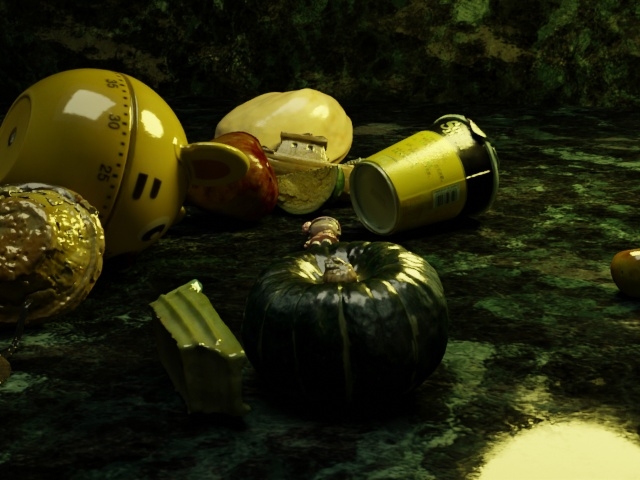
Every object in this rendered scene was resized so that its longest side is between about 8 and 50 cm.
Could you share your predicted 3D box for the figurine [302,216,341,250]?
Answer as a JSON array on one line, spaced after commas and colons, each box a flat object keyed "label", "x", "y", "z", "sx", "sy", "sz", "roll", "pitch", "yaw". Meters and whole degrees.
[{"label": "figurine", "x": 0.000, "y": 0.000, "z": 1.713, "sx": 0.072, "sy": 0.054, "sz": 0.129, "roll": -14, "pitch": 22, "yaw": 9}]

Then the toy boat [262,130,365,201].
[{"label": "toy boat", "x": -0.051, "y": -0.169, "z": 2.033, "sx": 0.321, "sy": 0.121, "sz": 0.089, "roll": 12, "pitch": -8, "yaw": 0}]

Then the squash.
[{"label": "squash", "x": 0.031, "y": 0.097, "z": 1.171, "sx": 0.252, "sy": 0.165, "sz": 0.252, "roll": 0, "pitch": 19, "yaw": 0}]

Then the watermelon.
[{"label": "watermelon", "x": -0.019, "y": -0.096, "z": 1.967, "sx": 0.182, "sy": 0.092, "sz": 0.075, "roll": -11, "pitch": -6, "yaw": 30}]

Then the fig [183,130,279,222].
[{"label": "fig", "x": -0.226, "y": -0.122, "z": 1.905, "sx": 0.290, "sy": 0.190, "sz": 0.190, "roll": 2, "pitch": 17, "yaw": 6}]

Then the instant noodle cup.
[{"label": "instant noodle cup", "x": 0.191, "y": -0.112, "z": 1.843, "sx": 0.236, "sy": 0.215, "sz": 0.215, "roll": -22, "pitch": 25, "yaw": -31}]

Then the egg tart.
[{"label": "egg tart", "x": -0.439, "y": 0.010, "z": 1.416, "sx": 0.241, "sy": 0.241, "sz": 0.106, "roll": -1, "pitch": -23, "yaw": 2}]

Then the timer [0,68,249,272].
[{"label": "timer", "x": -0.356, "y": -0.112, "z": 1.669, "sx": 0.387, "sy": 0.376, "sz": 0.376, "roll": 18, "pitch": 4, "yaw": -34}]

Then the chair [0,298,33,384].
[{"label": "chair", "x": -0.478, "y": 0.132, "z": 1.240, "sx": 0.174, "sy": 0.149, "sz": 0.213, "roll": 4, "pitch": 59, "yaw": 7}]

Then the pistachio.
[{"label": "pistachio", "x": -0.083, "y": -0.225, "z": 2.183, "sx": 0.321, "sy": 0.229, "sz": 0.238, "roll": -14, "pitch": 50, "yaw": -12}]

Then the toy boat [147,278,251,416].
[{"label": "toy boat", "x": -0.154, "y": 0.129, "z": 1.176, "sx": 0.084, "sy": 0.111, "sz": 0.276, "roll": -12, "pitch": 20, "yaw": -14}]

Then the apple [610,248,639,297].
[{"label": "apple", "x": 0.488, "y": 0.046, "z": 1.470, "sx": 0.090, "sy": 0.074, "sz": 0.089, "roll": -2, "pitch": 14, "yaw": 1}]
